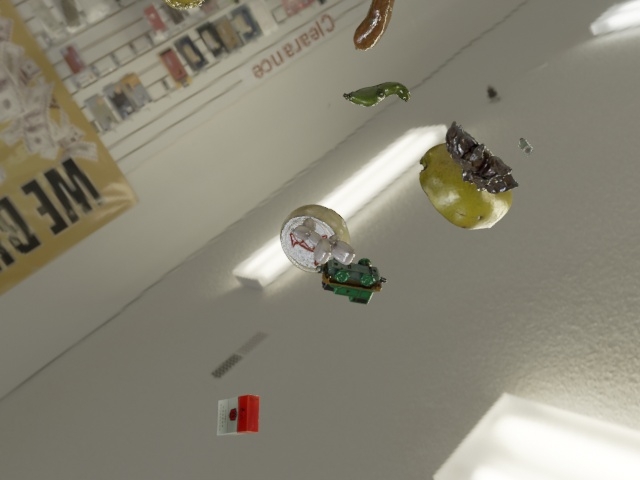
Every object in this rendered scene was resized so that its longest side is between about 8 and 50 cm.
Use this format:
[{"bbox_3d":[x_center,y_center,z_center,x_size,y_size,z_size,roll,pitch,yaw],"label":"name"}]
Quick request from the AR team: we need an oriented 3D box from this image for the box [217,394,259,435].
[{"bbox_3d":[-0.231,0.490,1.920,0.152,0.048,0.100,-25,-120,47],"label":"box"}]

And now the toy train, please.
[{"bbox_3d":[0.090,0.123,2.100,0.227,0.136,0.091,8,-145,-11],"label":"toy train"}]

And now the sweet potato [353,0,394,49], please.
[{"bbox_3d":[0.194,-0.757,2.273,0.097,0.097,0.292,-77,-168,-64],"label":"sweet potato"}]

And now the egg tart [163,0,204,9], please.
[{"bbox_3d":[-0.400,-0.861,2.187,0.116,0.295,0.294,35,-120,27],"label":"egg tart"}]

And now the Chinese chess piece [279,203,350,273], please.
[{"bbox_3d":[-0.019,-0.005,2.385,0.249,0.250,0.103,-17,-160,32],"label":"Chinese chess piece"}]

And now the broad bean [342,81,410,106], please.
[{"bbox_3d":[0.171,-0.446,2.098,0.213,0.071,0.048,-6,179,-10],"label":"broad bean"}]

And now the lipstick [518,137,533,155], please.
[{"bbox_3d":[0.678,-0.319,2.287,0.030,0.030,0.129,-44,-166,21],"label":"lipstick"}]

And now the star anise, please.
[{"bbox_3d":[0.417,-0.205,1.845,0.109,0.236,0.223,-46,-170,5],"label":"star anise"}]

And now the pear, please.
[{"bbox_3d":[0.573,-0.227,2.580,0.191,0.386,0.341,-42,-149,51],"label":"pear"}]

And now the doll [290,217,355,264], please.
[{"bbox_3d":[0.000,0.000,1.875,0.160,0.161,0.059,51,-58,37],"label":"doll"}]
